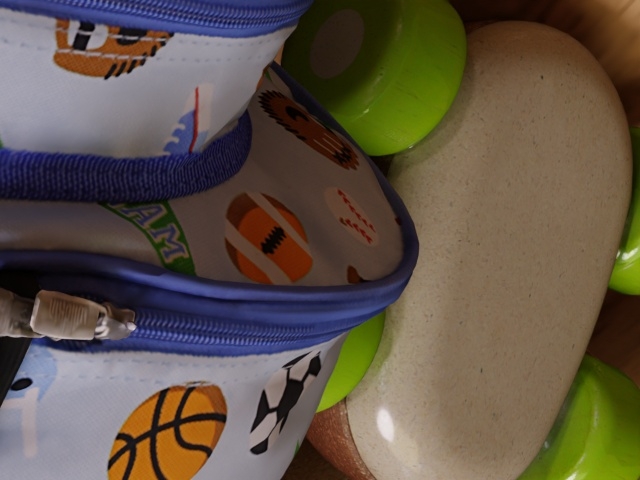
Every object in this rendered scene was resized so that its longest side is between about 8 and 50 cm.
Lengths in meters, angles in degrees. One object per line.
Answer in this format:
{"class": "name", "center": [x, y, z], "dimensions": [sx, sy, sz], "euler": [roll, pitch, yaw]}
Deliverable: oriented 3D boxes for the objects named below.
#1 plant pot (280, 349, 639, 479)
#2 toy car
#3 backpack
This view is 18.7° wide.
{"class": "plant pot", "center": [0.000, 0.180, 0.698], "dimensions": [0.254, 0.237, 0.237], "euler": [-24, 156, -20]}
{"class": "toy car", "center": [0.000, 0.000, 0.630], "dimensions": [0.155, 0.149, 0.188], "euler": [26, 168, -41]}
{"class": "backpack", "center": [-0.115, -0.025, 0.439], "dimensions": [0.263, 0.276, 0.213], "euler": [17, 118, -44]}
